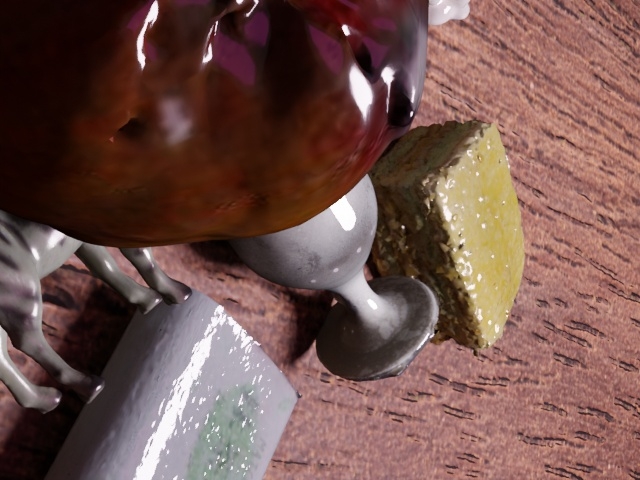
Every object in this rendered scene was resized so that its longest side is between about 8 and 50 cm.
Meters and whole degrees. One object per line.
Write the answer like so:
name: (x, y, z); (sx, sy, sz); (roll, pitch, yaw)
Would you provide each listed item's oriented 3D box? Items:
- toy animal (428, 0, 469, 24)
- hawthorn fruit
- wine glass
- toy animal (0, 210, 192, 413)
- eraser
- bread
toy animal: (0.013, -0.252, 1.013); (0.249, 0.174, 0.289); (-35, 157, -10)
hawthorn fruit: (-0.103, -0.131, 0.679); (0.308, 0.325, 0.308); (19, 51, -25)
wine glass: (0.000, 0.000, 1.044); (0.241, 0.126, 0.126); (58, 46, -38)
toy animal: (-0.162, -0.004, 0.856); (0.170, 0.090, 0.255); (38, 49, -24)
eraser: (-0.113, 0.168, 0.924); (0.174, 0.081, 0.227); (53, 49, -39)
bread: (0.120, -0.006, 1.221); (0.138, 0.102, 0.196); (-50, 130, -38)
